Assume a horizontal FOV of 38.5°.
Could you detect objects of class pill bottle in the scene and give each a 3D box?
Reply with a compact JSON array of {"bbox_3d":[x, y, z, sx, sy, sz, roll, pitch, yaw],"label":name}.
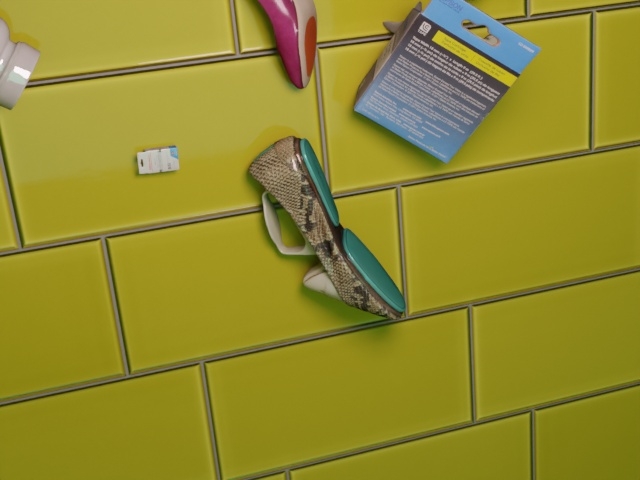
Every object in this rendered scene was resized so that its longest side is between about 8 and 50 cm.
[{"bbox_3d":[-0.673,-0.360,1.654,0.301,0.169,0.169,28,98,-23],"label":"pill bottle"}]

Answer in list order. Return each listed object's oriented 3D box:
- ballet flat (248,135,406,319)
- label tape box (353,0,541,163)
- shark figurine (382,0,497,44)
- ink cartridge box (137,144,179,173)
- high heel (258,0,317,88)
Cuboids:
[{"bbox_3d":[0.000,0.000,2.009,0.182,0.164,0.483,-27,109,16],"label":"ballet flat"},{"bbox_3d":[0.255,-0.351,1.875,0.240,0.106,0.334,29,129,-11],"label":"label tape box"},{"bbox_3d":[0.270,-0.394,1.980,0.278,0.116,0.166,8,71,-27],"label":"shark figurine"},{"bbox_3d":[-0.338,-0.167,1.898,0.083,0.028,0.048,-8,110,-15],"label":"ink cartridge box"},{"bbox_3d":[-0.112,-0.487,1.849,0.181,0.127,0.377,3,118,18],"label":"high heel"}]
